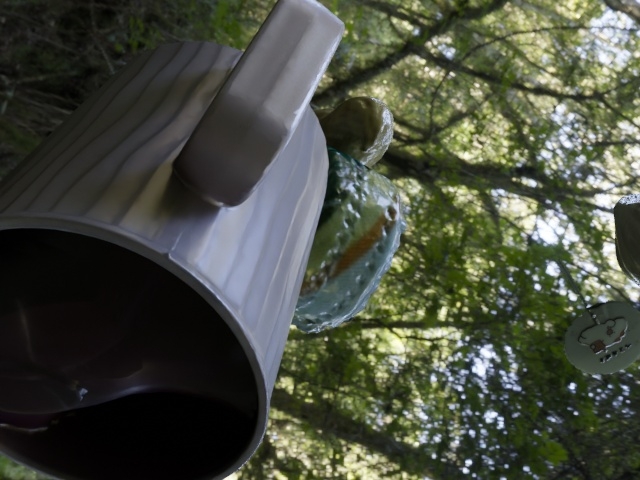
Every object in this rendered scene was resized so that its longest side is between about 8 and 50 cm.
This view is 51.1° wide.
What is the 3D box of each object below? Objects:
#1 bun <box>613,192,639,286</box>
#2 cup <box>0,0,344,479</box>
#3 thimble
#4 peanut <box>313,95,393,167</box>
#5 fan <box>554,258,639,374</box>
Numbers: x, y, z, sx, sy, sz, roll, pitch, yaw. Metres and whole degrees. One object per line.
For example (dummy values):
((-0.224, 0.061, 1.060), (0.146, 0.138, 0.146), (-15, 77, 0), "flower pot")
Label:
((0.732, -0.037, 1.477), (0.175, 0.263, 0.263), (39, -69, 15), "bun")
((-0.107, -0.020, 0.442), (0.273, 0.208, 0.288), (-74, 173, -52), "cup")
((0.000, 0.000, 1.076), (0.288, 0.167, 0.254), (-63, -157, -8), "thimble")
((0.020, -0.182, 1.239), (0.319, 0.148, 0.147), (-22, -122, 58), "peanut")
((0.606, 0.169, 1.492), (0.191, 0.329, 0.009), (-31, -164, 11), "fan")
